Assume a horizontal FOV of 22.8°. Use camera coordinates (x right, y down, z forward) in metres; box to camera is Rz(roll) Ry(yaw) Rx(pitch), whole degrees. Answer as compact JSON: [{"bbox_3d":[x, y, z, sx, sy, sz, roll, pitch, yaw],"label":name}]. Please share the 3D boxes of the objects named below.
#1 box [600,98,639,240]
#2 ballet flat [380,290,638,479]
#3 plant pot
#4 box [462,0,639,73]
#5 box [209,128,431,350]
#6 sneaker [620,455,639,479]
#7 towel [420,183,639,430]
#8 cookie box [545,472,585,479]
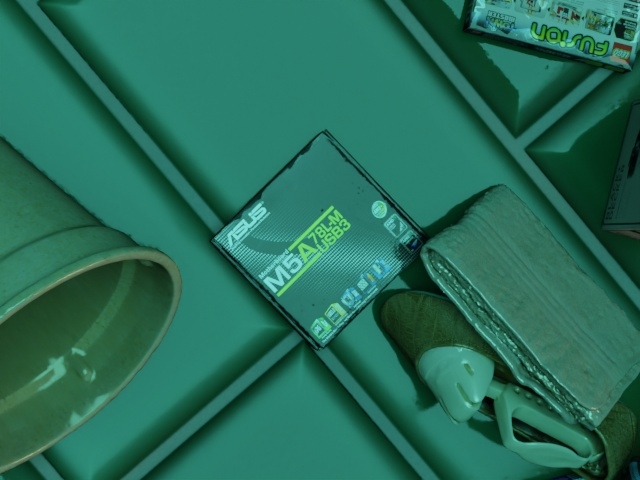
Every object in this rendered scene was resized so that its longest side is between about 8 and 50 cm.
[{"bbox_3d":[0.411,-0.079,1.782,0.087,0.290,0.169,14,90,-5],"label":"box"},{"bbox_3d":[0.213,0.181,1.834,0.342,0.116,0.124,32,43,-9],"label":"ballet flat"},{"bbox_3d":[-0.370,0.032,1.674,0.334,0.334,0.305,-42,69,-5],"label":"plant pot"},{"bbox_3d":[0.283,-0.280,1.893,0.207,0.036,0.114,14,88,-6],"label":"box"},{"bbox_3d":[0.000,0.000,1.856,0.190,0.045,0.184,-44,97,-6],"label":"box"},{"bbox_3d":[0.411,0.249,1.824,0.125,0.139,0.341,56,42,-31],"label":"sneaker"},{"bbox_3d":[0.252,0.075,1.826,0.282,0.049,0.187,49,42,3],"label":"towel"},{"bbox_3d":[0.288,0.339,1.890,0.091,0.040,0.107,-14,92,-7],"label":"cookie box"}]
